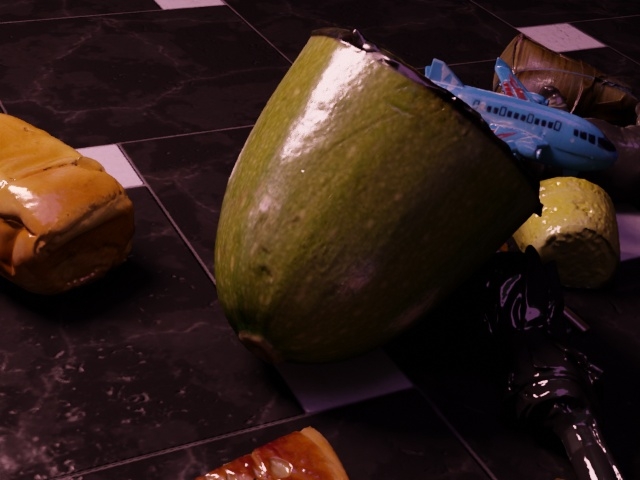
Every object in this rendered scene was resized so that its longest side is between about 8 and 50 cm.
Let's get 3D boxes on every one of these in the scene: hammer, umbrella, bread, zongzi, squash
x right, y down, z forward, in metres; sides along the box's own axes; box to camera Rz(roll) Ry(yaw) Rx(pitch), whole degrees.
[{"bbox_3d":[0.237,0.046,1.268,0.062,0.017,0.182,-21,54,-39],"label":"hammer"},{"bbox_3d":[0.228,0.133,1.097,0.118,0.118,0.340,-2,38,-13],"label":"umbrella"},{"bbox_3d":[-0.356,-0.050,1.257,0.294,0.132,0.167,26,30,32],"label":"bread"},{"bbox_3d":[-0.027,0.212,0.954,0.154,0.054,0.136,18,34,9],"label":"bread"},{"bbox_3d":[0.299,-0.010,1.329,0.129,0.111,0.114,0,40,-1],"label":"bread"},{"bbox_3d":[0.353,-0.174,1.624,0.221,0.112,0.242,19,53,-1],"label":"zongzi"},{"bbox_3d":[0.023,-0.009,1.154,0.310,0.310,0.309,35,85,38],"label":"squash"}]

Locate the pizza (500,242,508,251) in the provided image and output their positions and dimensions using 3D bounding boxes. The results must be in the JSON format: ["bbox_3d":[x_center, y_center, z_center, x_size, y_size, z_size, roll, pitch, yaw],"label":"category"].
[{"bbox_3d":[0.117,-0.010,1.345,0.185,0.052,0.195,-13,35,-33],"label":"pizza"}]

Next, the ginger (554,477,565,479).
[{"bbox_3d":[0.224,0.264,0.925,0.057,0.044,0.137,23,27,-33],"label":"ginger"}]

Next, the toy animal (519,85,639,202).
[{"bbox_3d":[0.299,-0.119,1.492,0.343,0.106,0.168,-4,55,-9],"label":"toy animal"}]

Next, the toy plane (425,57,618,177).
[{"bbox_3d":[0.234,-0.142,1.370,0.271,0.105,0.254,28,41,10],"label":"toy plane"}]
